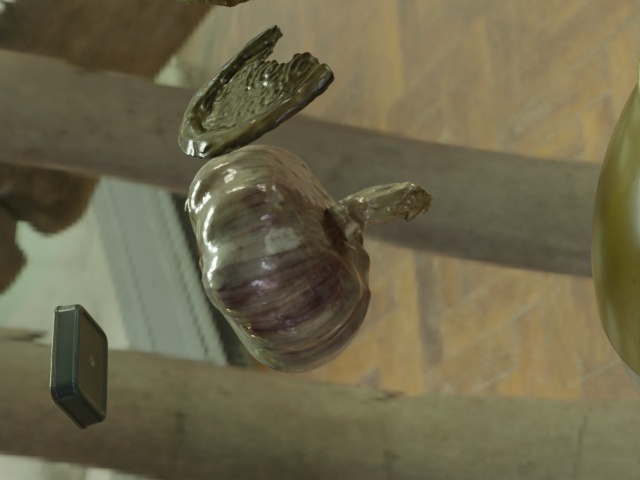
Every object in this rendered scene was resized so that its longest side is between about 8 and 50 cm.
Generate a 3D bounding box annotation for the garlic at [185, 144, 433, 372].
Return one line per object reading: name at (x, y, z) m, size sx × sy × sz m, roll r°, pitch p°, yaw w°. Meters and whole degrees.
garlic at (0.000, 0.000, 1.486) m, size 0.245 × 0.253 × 0.245 m, roll 159°, pitch 90°, yaw -90°

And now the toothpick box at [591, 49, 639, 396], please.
toothpick box at (0.406, -0.013, 1.059) m, size 0.425 × 0.409 × 0.408 m, roll 63°, pitch -162°, yaw -61°

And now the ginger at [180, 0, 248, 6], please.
ginger at (-0.106, -0.300, 1.197) m, size 0.276 × 0.130 × 0.221 m, roll 28°, pitch 153°, yaw 36°

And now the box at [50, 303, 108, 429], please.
box at (-0.264, 0.137, 1.580) m, size 0.091 × 0.031 × 0.126 m, roll 61°, pitch -161°, yaw -50°

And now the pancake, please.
pancake at (-0.047, -0.132, 1.194) m, size 0.190 × 0.020 × 0.184 m, roll -8°, pitch 37°, yaw 45°
